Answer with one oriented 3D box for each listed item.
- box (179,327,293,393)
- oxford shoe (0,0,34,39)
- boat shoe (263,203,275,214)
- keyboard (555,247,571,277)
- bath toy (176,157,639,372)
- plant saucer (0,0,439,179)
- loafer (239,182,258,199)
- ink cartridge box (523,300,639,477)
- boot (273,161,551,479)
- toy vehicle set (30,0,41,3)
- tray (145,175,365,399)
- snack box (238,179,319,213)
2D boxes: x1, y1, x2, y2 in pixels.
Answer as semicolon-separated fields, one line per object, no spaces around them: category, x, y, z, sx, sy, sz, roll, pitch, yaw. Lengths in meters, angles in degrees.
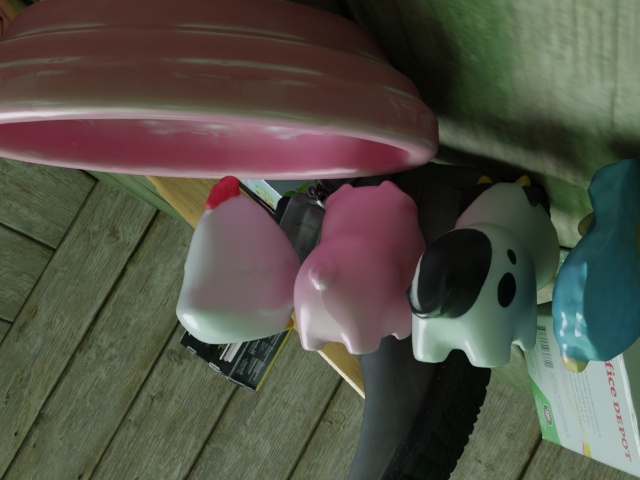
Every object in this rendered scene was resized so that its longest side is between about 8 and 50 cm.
box;-0.122;0.106;1.630;0.079;0.322;0.257;34;171;-31
oxford shoe;-0.313;-0.220;0.926;0.130;0.123;0.348;-3;-158;-26
boat shoe;0.000;0.000;1.400;0.219;0.077;0.070;26;172;4
keyboard;0.222;0.016;0.911;0.072;0.014;0.256;33;171;-32
bath toy;0.047;0.010;0.614;0.348;0.129;0.151;-1;-172;29
plant saucer;-0.084;-0.099;0.593;0.332;0.084;0.332;3;178;0
loafer;-0.190;-0.113;1.324;0.223;0.078;0.076;32;173;-25
ink cartridge box;0.297;0.140;0.866;0.093;0.154;0.212;-12;180;-10
boot;0.039;0.073;0.738;0.223;0.338;0.118;21;171;27
toy vehicle set;-0.240;-0.241;0.784;0.267;0.035;0.166;33;172;-32
tray;-0.018;0.052;0.974;0.411;0.076;0.203;43;180;30
snack box;-0.045;-0.076;0.904;0.207;0.070;0.174;43;174;4
